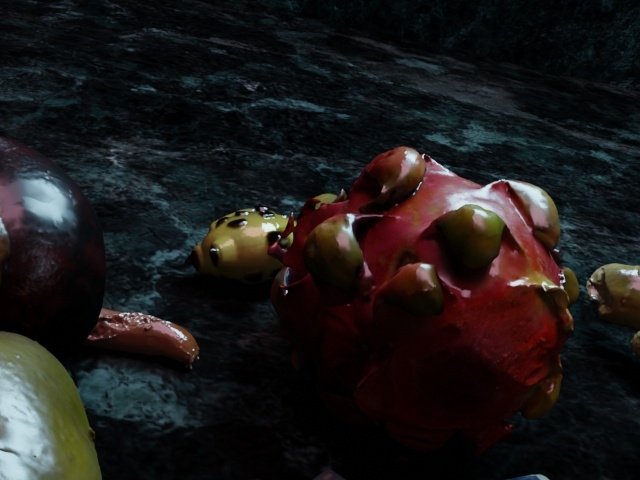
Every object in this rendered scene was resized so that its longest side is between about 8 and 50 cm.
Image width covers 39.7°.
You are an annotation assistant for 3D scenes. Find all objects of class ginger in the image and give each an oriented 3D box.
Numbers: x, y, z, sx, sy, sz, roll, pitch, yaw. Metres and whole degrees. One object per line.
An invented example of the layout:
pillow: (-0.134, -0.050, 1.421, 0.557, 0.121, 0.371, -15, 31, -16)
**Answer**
ginger: (0.415, 0.125, 0.873, 0.334, 0.081, 0.148, 22, 44, 17)

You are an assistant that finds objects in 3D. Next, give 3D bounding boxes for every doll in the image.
doll: (0.000, 0.001, 0.938, 0.291, 0.086, 0.117, -6, 4, -34)

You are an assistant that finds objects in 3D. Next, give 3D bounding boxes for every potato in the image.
potato: (-0.196, 0.133, 0.477, 0.155, 0.137, 0.200, 3, 30, -12)

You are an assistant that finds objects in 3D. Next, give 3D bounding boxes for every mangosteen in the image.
mangosteen: (-0.252, 0.019, 0.619, 0.210, 0.209, 0.210, 11, 24, -5)

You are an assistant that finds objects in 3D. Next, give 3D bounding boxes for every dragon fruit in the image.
dragon fruit: (0.061, 0.043, 0.721, 0.307, 0.227, 0.243, -15, 24, 35)

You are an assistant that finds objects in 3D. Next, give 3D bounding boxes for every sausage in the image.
sausage: (-0.178, 0.076, 0.745, 0.158, 0.042, 0.036, 13, -14, -6)

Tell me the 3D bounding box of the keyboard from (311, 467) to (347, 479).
keyboard: (0.056, 0.213, 0.590, 0.176, 0.014, 0.055, 28, 28, 29)

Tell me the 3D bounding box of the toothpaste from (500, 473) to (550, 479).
toothpaste: (0.122, 0.192, 0.637, 0.197, 0.034, 0.057, 9, 18, -41)
